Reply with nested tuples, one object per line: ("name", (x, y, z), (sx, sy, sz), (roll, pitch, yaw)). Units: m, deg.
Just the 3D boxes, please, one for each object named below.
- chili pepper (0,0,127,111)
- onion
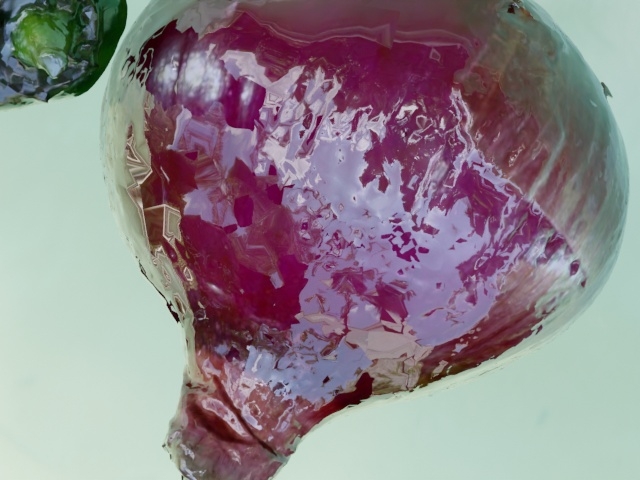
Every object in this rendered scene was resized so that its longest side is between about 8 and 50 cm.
("chili pepper", (-0.188, -0.142, 0.877), (0.136, 0.270, 0.099), (-14, 117, -24))
("onion", (0.000, 0.000, 0.986), (0.348, 0.385, 0.348), (22, 157, 10))
